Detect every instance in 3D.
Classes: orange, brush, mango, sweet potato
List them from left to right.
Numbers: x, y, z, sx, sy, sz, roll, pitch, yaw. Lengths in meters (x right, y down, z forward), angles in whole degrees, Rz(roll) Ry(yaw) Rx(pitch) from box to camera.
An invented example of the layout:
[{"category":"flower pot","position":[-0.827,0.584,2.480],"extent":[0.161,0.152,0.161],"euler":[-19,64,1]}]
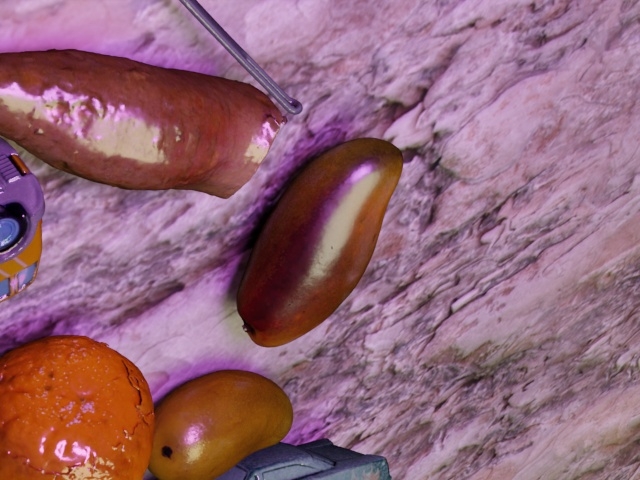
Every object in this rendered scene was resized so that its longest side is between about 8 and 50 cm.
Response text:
[{"category":"orange","position":[-0.258,0.190,1.338],"extent":[0.193,0.193,0.161],"euler":[-24,154,-27]},{"category":"sweet potato","position":[-0.188,-0.105,1.196],"extent":[0.336,0.131,0.131],"euler":[3,120,-45]},{"category":"brush","position":[-0.103,-0.191,1.218],"extent":[0.027,0.062,0.266],"euler":[-36,129,15]},{"category":"mango","position":[-0.115,0.214,1.569],"extent":[0.227,0.099,0.136],"euler":[-7,123,-50]},{"category":"mango","position":[0.000,0.000,1.477],"extent":[0.133,0.111,0.267],"euler":[22,108,-34]}]

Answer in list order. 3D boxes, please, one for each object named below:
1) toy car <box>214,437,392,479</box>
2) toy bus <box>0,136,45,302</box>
[{"category":"toy car","position":[-0.077,0.305,1.660],"extent":[0.320,0.141,0.097],"euler":[-11,102,-36]},{"category":"toy bus","position":[-0.342,0.010,1.159],"extent":[0.209,0.126,0.136],"euler":[-27,146,-25]}]
